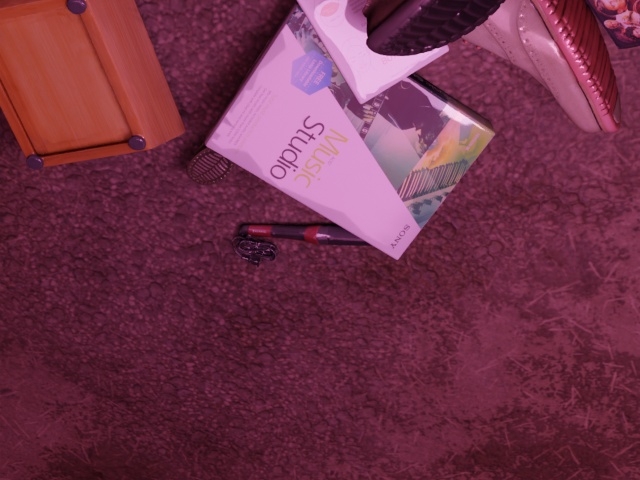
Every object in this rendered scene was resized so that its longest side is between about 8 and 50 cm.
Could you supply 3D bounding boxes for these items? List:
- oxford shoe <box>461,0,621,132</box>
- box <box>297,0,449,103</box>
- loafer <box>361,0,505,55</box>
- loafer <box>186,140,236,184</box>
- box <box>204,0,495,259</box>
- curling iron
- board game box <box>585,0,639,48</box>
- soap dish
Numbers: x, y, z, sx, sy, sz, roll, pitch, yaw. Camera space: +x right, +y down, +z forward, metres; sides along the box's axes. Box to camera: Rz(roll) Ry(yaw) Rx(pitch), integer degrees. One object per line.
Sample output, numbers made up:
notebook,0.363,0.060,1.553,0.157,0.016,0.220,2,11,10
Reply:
oxford shoe,0.229,-0.280,1.363,0.146,0.140,0.397,-28,108,32
box,0.056,-0.278,1.374,0.130,0.091,0.170,-31,109,6
loafer,0.170,-0.348,1.199,0.366,0.134,0.130,-45,65,25
loafer,-0.133,-0.133,1.587,0.056,0.050,0.148,41,122,-18
box,0.040,-0.144,1.511,0.322,0.058,0.232,30,112,-15
curling iron,0.000,0.000,1.679,0.274,0.035,0.068,-4,131,14
board game box,0.358,-0.333,1.292,0.243,0.042,0.165,46,154,-26
soap dish,-0.339,-0.234,1.503,0.229,0.118,0.291,-7,127,15
